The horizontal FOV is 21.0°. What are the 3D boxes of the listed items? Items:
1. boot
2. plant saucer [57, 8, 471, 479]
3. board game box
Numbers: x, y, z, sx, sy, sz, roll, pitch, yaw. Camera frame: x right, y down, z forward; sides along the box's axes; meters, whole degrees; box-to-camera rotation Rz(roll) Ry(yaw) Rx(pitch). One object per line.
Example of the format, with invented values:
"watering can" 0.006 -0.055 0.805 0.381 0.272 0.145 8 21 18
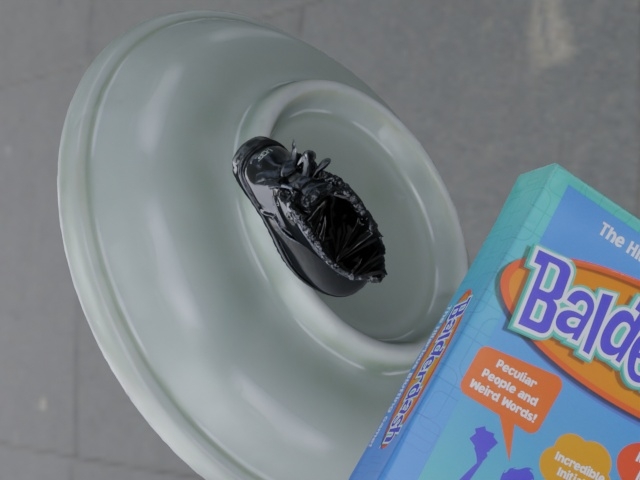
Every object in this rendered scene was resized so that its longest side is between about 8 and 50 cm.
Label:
"boot" 0.006 -0.002 0.911 0.045 0.121 0.099 -42 30 -9
"plant saucer" 0.000 0.000 1.226 0.100 0.400 0.401 -29 63 39
"board game box" 0.107 0.098 0.735 0.210 0.160 0.047 -60 10 -13
